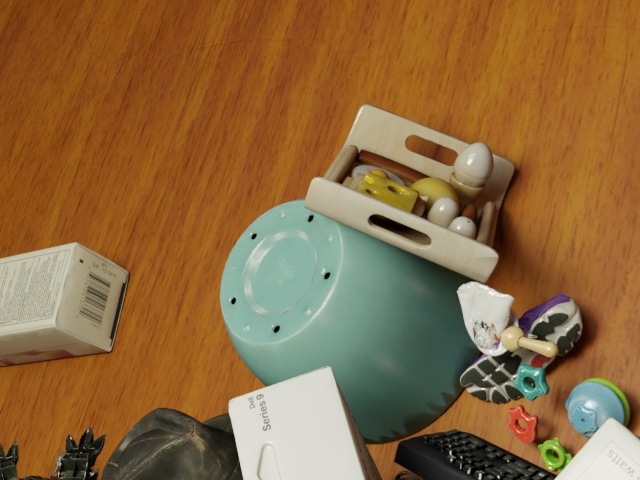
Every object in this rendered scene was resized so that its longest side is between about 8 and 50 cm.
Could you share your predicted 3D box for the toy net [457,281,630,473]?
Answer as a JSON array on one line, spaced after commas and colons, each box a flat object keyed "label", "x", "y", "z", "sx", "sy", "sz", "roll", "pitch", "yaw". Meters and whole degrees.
[{"label": "toy net", "x": 0.232, "y": 0.143, "z": 1.271, "sx": 0.232, "sy": 0.045, "sz": 0.122, "roll": 51, "pitch": 131, "yaw": 17}]

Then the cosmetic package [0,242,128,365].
[{"label": "cosmetic package", "x": -0.475, "y": 0.112, "z": 1.875, "sx": 0.296, "sy": 0.129, "sz": 0.153, "roll": -9, "pitch": 60, "yaw": 35}]

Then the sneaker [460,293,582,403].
[{"label": "sneaker", "x": 0.239, "y": 0.127, "z": 1.337, "sx": 0.170, "sy": 0.068, "sz": 0.071, "roll": -40, "pitch": 14, "yaw": 21}]

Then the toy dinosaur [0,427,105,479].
[{"label": "toy dinosaur", "x": -0.349, "y": 0.381, "z": 1.541, "sx": 0.164, "sy": 0.218, "sz": 0.322, "roll": -17, "pitch": 27, "yaw": -22}]

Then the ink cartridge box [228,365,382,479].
[{"label": "ink cartridge box", "x": 0.014, "y": 0.305, "z": 1.222, "sx": 0.122, "sy": 0.289, "sz": 0.211, "roll": -20, "pitch": 50, "yaw": 2}]

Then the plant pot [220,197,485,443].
[{"label": "plant pot", "x": 0.017, "y": 0.080, "z": 1.402, "sx": 0.293, "sy": 0.235, "sz": 0.293, "roll": -19, "pitch": 57, "yaw": 32}]

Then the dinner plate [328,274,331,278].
[{"label": "dinner plate", "x": 0.000, "y": 0.000, "z": 1.633, "sx": 0.141, "sy": 0.017, "sz": 0.141, "roll": -22, "pitch": 52, "yaw": 30}]

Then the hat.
[{"label": "hat", "x": -0.185, "y": 0.291, "z": 1.459, "sx": 0.331, "sy": 0.134, "sz": 0.331, "roll": -29, "pitch": 23, "yaw": 14}]

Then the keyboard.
[{"label": "keyboard", "x": 0.201, "y": 0.274, "z": 1.182, "sx": 0.317, "sy": 0.202, "sz": 0.033, "roll": 20, "pitch": 112, "yaw": 45}]

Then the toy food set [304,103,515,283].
[{"label": "toy food set", "x": 0.119, "y": -0.073, "z": 1.354, "sx": 0.306, "sy": 0.220, "sz": 0.092, "roll": -59, "pitch": -9, "yaw": -66}]

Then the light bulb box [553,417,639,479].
[{"label": "light bulb box", "x": 0.227, "y": 0.378, "z": 0.726, "sx": 0.361, "sy": 0.225, "sz": 0.358, "roll": -50, "pitch": 46, "yaw": 5}]
